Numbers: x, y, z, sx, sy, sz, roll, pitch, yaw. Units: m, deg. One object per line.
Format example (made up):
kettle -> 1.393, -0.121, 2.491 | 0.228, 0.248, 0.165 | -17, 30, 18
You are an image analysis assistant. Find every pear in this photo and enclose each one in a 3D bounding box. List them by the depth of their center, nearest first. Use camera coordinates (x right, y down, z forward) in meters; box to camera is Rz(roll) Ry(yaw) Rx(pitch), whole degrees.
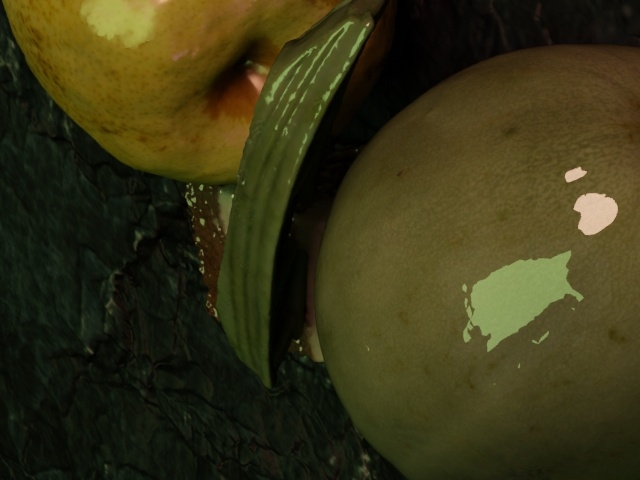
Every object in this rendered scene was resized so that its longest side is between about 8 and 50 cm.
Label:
pear -> -0.082, -0.172, 0.894 | 0.271, 0.271, 0.271 | 26, 131, 36

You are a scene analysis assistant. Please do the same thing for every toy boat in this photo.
toy boat -> -0.018, -0.032, 0.822 | 0.055, 0.093, 0.293 | 20, 132, 6

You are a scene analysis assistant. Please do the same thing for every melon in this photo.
melon -> 0.129, 0.023, 0.774 | 0.308, 0.272, 0.271 | -14, 102, 48

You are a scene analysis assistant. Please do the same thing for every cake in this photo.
cake -> 0.000, 0.000, 0.992 | 0.147, 0.135, 0.134 | 13, 122, 47
